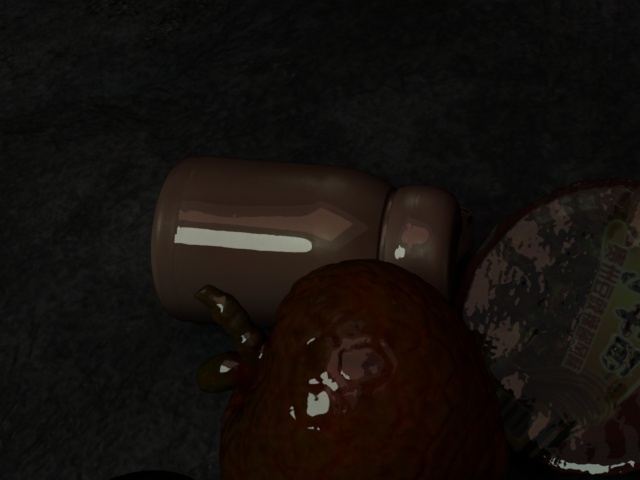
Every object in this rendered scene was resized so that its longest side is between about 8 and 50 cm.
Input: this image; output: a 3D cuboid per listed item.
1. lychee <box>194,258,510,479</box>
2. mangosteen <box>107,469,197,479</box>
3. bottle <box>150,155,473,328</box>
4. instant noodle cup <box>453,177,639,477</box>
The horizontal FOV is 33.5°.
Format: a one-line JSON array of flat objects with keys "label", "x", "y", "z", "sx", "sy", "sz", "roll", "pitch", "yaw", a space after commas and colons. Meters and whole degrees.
[{"label": "lychee", "x": 0.021, "y": 0.139, "z": 0.893, "sx": 0.300, "sy": 0.255, "sz": 0.255, "roll": 21, "pitch": 53, "yaw": -15}, {"label": "mangosteen", "x": -0.152, "y": 0.290, "z": 0.850, "sx": 0.216, "sy": 0.216, "sz": 0.216, "roll": -6, "pitch": 52, "yaw": 8}, {"label": "bottle", "x": 0.000, "y": 0.000, "z": 1.075, "sx": 0.296, "sy": 0.173, "sz": 0.206, "roll": 3, "pitch": 20, "yaw": 15}, {"label": "instant noodle cup", "x": 0.261, "y": 0.085, "z": 0.972, "sx": 0.273, "sy": 0.090, "sz": 0.274, "roll": -9, "pitch": 67, "yaw": 23}]
